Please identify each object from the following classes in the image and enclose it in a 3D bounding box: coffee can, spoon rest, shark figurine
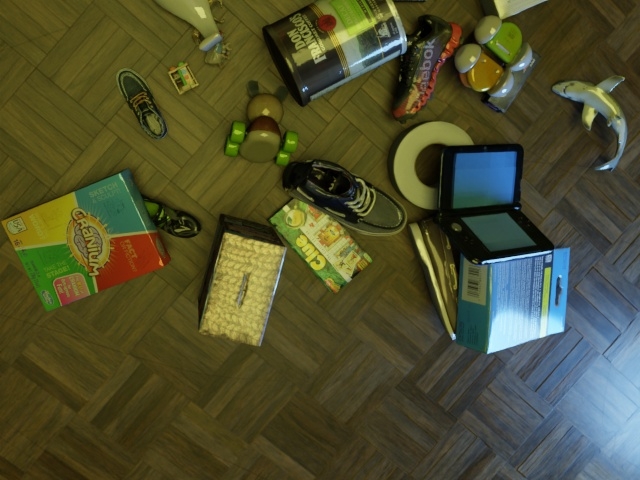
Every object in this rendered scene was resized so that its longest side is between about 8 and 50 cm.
[{"bbox_3d":[0.032,-0.461,1.792,0.275,0.201,0.202,-29,103,-4],"label":"coffee can"},{"bbox_3d":[-0.303,-0.544,1.761,0.137,0.084,0.276,-33,77,11],"label":"spoon rest"},{"bbox_3d":[0.738,-0.320,1.988,0.166,0.116,0.278,-28,96,31],"label":"shark figurine"}]

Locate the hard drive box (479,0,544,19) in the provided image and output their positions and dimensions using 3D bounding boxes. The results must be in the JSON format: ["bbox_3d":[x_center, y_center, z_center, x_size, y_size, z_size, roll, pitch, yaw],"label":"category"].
[{"bbox_3d":[0.461,-0.674,1.881,0.181,0.089,0.232,-24,103,-5],"label":"hard drive box"}]

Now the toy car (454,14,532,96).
[{"bbox_3d":[0.409,-0.449,1.888,0.159,0.136,0.182,33,96,-20],"label":"toy car"}]

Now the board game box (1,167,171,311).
[{"bbox_3d":[-0.545,0.000,1.810,0.316,0.064,0.242,-21,103,10],"label":"board game box"}]

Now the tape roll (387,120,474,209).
[{"bbox_3d":[0.281,-0.190,1.946,0.219,0.072,0.219,-2,100,-10],"label":"tape roll"}]

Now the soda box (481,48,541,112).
[{"bbox_3d":[0.478,-0.407,1.949,0.060,0.053,0.169,32,93,-13],"label":"soda box"}]

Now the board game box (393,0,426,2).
[{"bbox_3d":[0.190,-0.679,1.864,0.136,0.035,0.201,-1,100,-9],"label":"board game box"}]

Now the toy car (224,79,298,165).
[{"bbox_3d":[-0.137,-0.293,1.853,0.155,0.149,0.188,9,70,-14],"label":"toy car"}]

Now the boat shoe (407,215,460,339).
[{"bbox_3d":[0.318,0.095,1.982,0.096,0.116,0.324,-20,97,-2],"label":"boat shoe"}]

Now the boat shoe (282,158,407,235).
[{"bbox_3d":[0.080,-0.097,1.868,0.340,0.158,0.127,19,85,-18],"label":"boat shoe"}]

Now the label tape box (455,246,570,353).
[{"bbox_3d":[0.499,0.139,2.003,0.333,0.106,0.241,-6,102,-40],"label":"label tape box"}]

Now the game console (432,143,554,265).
[{"bbox_3d":[0.435,-0.093,1.885,0.293,0.250,0.173,-7,135,-34],"label":"game console"}]

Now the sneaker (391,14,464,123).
[{"bbox_3d":[0.230,-0.422,1.872,0.135,0.097,0.276,26,93,-31],"label":"sneaker"}]

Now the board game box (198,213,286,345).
[{"bbox_3d":[-0.190,0.083,1.804,0.141,0.291,0.232,14,98,-11],"label":"board game box"}]

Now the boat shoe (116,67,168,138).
[{"bbox_3d":[-0.414,-0.320,1.803,0.065,0.083,0.183,-32,103,-3],"label":"boat shoe"}]

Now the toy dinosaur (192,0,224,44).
[{"bbox_3d":[-0.275,-0.551,1.801,0.092,0.053,0.183,-7,101,-7],"label":"toy dinosaur"}]

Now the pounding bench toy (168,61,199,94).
[{"bbox_3d":[-0.322,-0.380,1.807,0.052,0.083,0.065,-28,104,-3],"label":"pounding bench toy"}]

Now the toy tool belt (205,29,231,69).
[{"bbox_3d":[-0.236,-0.450,1.833,0.051,0.052,0.083,12,104,-48],"label":"toy tool belt"}]

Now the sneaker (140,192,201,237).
[{"bbox_3d":[-0.377,-0.054,1.858,0.188,0.078,0.067,26,95,-13],"label":"sneaker"}]

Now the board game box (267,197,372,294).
[{"bbox_3d":[0.000,0.000,1.956,0.136,0.030,0.260,-41,103,2],"label":"board game box"}]
